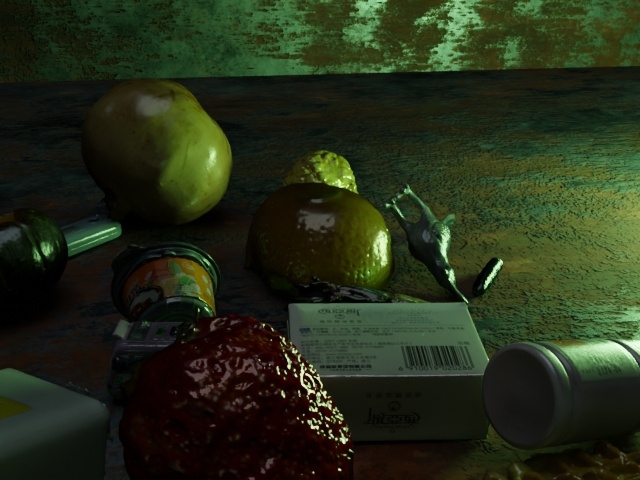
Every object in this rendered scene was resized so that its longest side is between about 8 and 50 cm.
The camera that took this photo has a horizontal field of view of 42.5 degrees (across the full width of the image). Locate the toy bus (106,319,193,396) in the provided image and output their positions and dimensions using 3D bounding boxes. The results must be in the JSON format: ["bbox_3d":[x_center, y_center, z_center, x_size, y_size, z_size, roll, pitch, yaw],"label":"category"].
[{"bbox_3d":[-0.208,0.174,1.201,0.198,0.108,0.096,0,22,1],"label":"toy bus"}]

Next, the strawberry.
[{"bbox_3d":[-0.089,0.224,0.951,0.276,0.257,0.257,26,30,16],"label":"strawberry"}]

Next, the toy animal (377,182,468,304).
[{"bbox_3d":[0.204,-0.024,1.622,0.081,0.206,0.367,-40,15,19],"label":"toy animal"}]

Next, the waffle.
[{"bbox_3d":[0.332,0.319,0.920,0.309,0.065,0.283,5,21,21],"label":"waffle"}]

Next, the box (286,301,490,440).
[{"bbox_3d":[0.088,0.182,1.172,0.274,0.116,0.203,0,25,-4],"label":"box"}]

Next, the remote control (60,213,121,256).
[{"bbox_3d":[-0.517,-0.005,1.713,0.087,0.047,0.244,11,23,31],"label":"remote control"}]

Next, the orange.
[{"bbox_3d":[0.002,-0.009,1.592,0.262,0.196,0.334,8,13,-16],"label":"orange"}]

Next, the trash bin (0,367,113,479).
[{"bbox_3d":[-0.398,0.285,0.798,0.255,0.296,0.367,10,11,26],"label":"trash bin"}]

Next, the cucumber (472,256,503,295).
[{"bbox_3d":[0.313,0.070,1.554,0.032,0.032,0.133,11,26,25],"label":"cucumber"}]

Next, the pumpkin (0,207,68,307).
[{"bbox_3d":[-0.558,0.042,1.452,0.237,0.159,0.238,-20,17,6],"label":"pumpkin"}]

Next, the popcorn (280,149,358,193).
[{"bbox_3d":[0.002,-0.120,1.865,0.179,0.170,0.180,2,4,0],"label":"popcorn"}]

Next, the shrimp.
[{"bbox_3d":[0.079,0.124,1.355,0.289,0.075,0.178,11,7,3],"label":"shrimp"}]

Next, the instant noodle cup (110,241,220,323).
[{"bbox_3d":[-0.239,0.108,1.313,0.208,0.178,0.126,23,26,-32],"label":"instant noodle cup"}]

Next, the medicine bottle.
[{"bbox_3d":[0.340,0.193,1.065,0.249,0.133,0.133,3,18,-33],"label":"medicine bottle"}]

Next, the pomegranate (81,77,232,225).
[{"bbox_3d":[-0.368,-0.177,1.804,0.338,0.338,0.338,0,23,0],"label":"pomegranate"}]
